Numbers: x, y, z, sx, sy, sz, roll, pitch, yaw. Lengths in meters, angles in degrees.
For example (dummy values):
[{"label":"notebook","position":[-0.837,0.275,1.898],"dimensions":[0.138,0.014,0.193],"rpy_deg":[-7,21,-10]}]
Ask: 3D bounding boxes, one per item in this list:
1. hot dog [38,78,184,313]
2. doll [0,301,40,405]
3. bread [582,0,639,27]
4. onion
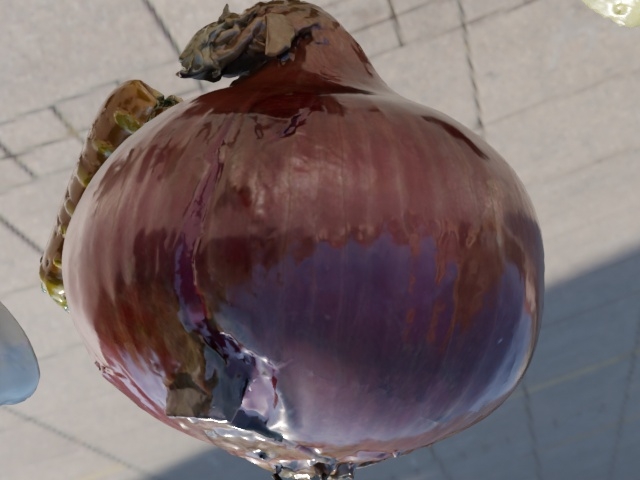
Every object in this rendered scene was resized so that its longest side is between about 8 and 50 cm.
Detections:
[{"label":"hot dog","position":[-0.196,-0.031,1.322],"dimensions":[0.115,0.072,0.269],"rpy_deg":[10,120,-24]},{"label":"doll","position":[-0.354,0.107,0.672],"dimensions":[0.348,0.423,0.161],"rpy_deg":[11,138,23]},{"label":"bread","position":[0.294,-0.308,1.147],"dimensions":[0.178,0.266,0.142],"rpy_deg":[3,143,52]},{"label":"onion","position":[-0.013,0.031,0.961],"dimensions":[0.353,0.354,0.353],"rpy_deg":[-16,161,-6]}]
